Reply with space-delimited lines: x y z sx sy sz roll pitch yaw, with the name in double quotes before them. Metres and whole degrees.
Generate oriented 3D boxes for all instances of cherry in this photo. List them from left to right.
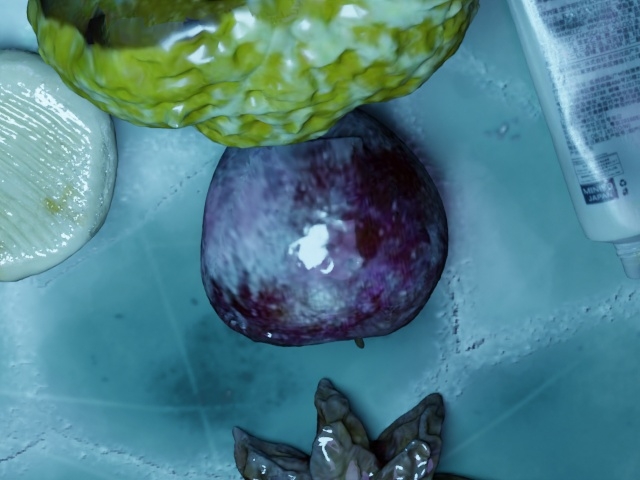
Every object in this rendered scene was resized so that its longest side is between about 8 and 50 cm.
"cherry" -0.003 -0.010 1.492 0.195 0.195 0.195 -2 110 -5

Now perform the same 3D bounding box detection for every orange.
"orange" -0.017 -0.183 1.380 0.368 0.271 0.210 -24 124 0

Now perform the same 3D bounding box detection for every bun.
"bun" -0.240 -0.055 1.487 0.183 0.102 0.183 0 93 1

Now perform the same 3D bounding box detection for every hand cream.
"hand cream" 0.214 -0.131 1.537 0.124 0.078 0.341 -15 103 0

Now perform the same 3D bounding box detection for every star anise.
"star anise" 0.035 0.235 1.624 0.236 0.109 0.223 8 105 -7
